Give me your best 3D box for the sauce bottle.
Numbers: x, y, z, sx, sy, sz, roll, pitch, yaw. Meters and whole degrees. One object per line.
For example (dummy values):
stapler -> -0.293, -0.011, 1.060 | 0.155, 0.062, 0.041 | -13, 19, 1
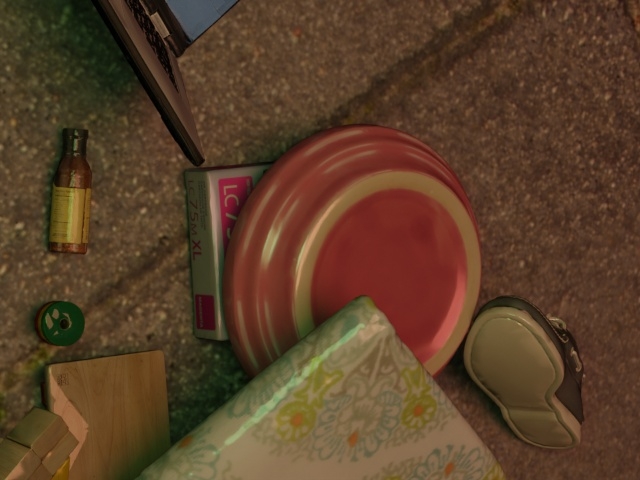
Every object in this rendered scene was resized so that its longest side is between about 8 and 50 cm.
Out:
sauce bottle -> -0.253, -0.050, 1.705 | 0.042, 0.042, 0.128 | 7, 87, -34

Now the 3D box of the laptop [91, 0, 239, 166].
laptop -> -0.136, -0.355, 1.631 | 0.236, 0.408, 0.382 | -28, 121, 4

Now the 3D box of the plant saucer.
plant saucer -> 0.053, 0.042, 1.816 | 0.332, 0.084, 0.332 | -7, 102, -33

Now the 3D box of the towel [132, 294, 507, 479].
towel -> 0.008, 0.262, 1.772 | 0.320, 0.090, 0.374 | -42, 133, -4

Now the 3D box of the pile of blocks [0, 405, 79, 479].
pile of blocks -> -0.299, 0.334, 1.616 | 0.149, 0.113, 0.362 | 9, 92, -45

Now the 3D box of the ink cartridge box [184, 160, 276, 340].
ink cartridge box -> 0.000, 0.000, 1.867 | 0.311, 0.065, 0.185 | -7, 97, -35

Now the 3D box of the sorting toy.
sorting toy -> -0.224, 0.194, 1.728 | 0.132, 0.046, 0.274 | -6, 93, -34

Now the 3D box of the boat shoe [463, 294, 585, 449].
boat shoe -> 0.247, 0.138, 1.964 | 0.319, 0.116, 0.099 | 59, 40, -52
